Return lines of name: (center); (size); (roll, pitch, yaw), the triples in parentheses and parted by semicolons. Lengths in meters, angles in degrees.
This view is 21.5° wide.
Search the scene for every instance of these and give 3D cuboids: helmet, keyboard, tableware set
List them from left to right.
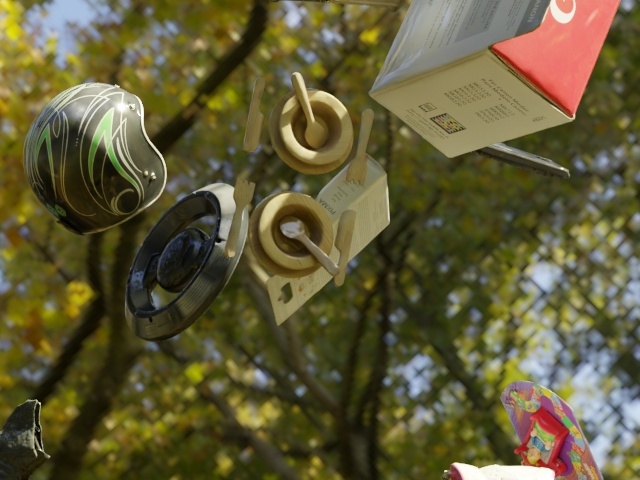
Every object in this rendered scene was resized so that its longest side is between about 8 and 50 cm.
helmet: (-0.285, -0.108, 2.078); (0.169, 0.169, 0.162); (-34, -64, -20)
tableware set: (-0.014, -0.059, 1.623); (0.128, 0.194, 0.039); (15, -17, -16)
keyboard: (0.201, -0.108, 2.014); (0.180, 0.108, 0.023); (17, -81, -14)

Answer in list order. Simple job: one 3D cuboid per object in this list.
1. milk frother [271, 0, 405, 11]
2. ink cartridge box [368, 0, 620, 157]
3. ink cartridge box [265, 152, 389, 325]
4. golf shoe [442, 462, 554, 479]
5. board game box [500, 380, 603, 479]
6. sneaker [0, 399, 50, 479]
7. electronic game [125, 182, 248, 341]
milk frother: (0.029, -0.287, 1.656); (0.134, 0.143, 0.129); (0, -70, -21)
ink cartridge box: (0.225, -0.266, 1.741); (0.130, 0.272, 0.309); (36, -115, -24)
ink cartridge box: (0.000, 0.000, 1.847); (0.179, 0.045, 0.145); (-40, -19, -12)
golf shoe: (0.212, 0.344, 2.011); (0.140, 0.115, 0.306); (-9, -23, -3)
board game box: (0.274, 0.253, 2.066); (0.033, 0.133, 0.169); (-34, -72, -29)
sneaker: (-0.418, 0.314, 2.344); (0.089, 0.170, 0.051); (-15, -17, 4)
electronic game: (-0.175, 0.027, 2.176); (0.048, 0.229, 0.229); (35, -78, -30)
